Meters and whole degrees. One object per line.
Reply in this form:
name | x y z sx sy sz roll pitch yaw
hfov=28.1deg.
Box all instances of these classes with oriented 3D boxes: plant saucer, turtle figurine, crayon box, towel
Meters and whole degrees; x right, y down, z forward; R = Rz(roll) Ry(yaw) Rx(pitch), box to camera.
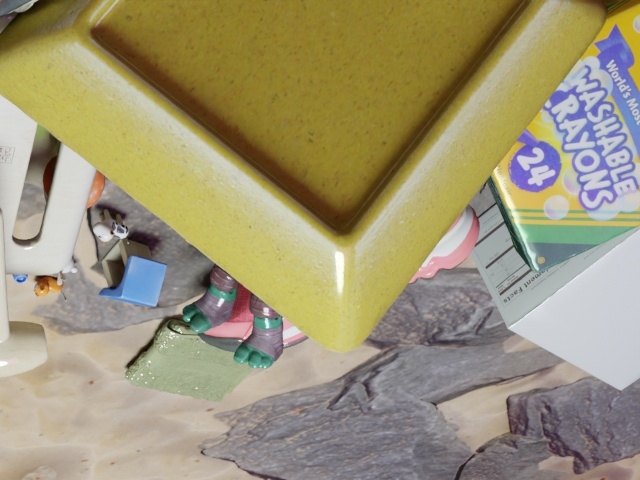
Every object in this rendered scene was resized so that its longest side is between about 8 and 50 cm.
plant saucer | -0.008 -0.148 0.879 0.333 0.333 0.081 -52 -179 -9
turtle figurine | -0.065 -0.007 1.196 0.118 0.175 0.234 -8 123 -30
crayon box | 0.306 -0.131 1.233 0.323 0.083 0.203 -26 107 3
towel | -0.137 0.136 1.445 0.148 0.027 0.110 14 130 -38

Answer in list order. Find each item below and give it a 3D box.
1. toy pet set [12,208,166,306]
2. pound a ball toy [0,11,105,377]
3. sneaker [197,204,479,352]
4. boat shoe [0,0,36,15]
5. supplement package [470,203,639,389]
toy pet set | -0.219 0.034 1.256 0.114 0.065 0.122 19 126 -40
pound a ball toy | -0.220 -0.063 1.032 0.136 0.208 0.319 0 135 -25
sneaker | 0.000 0.000 1.315 0.314 0.116 0.136 -26 125 1
boat shoe | -0.202 -0.177 0.854 0.043 0.049 0.137 -5 180 -33
supplement package | 0.328 0.027 1.450 0.204 0.145 0.262 -40 138 20
